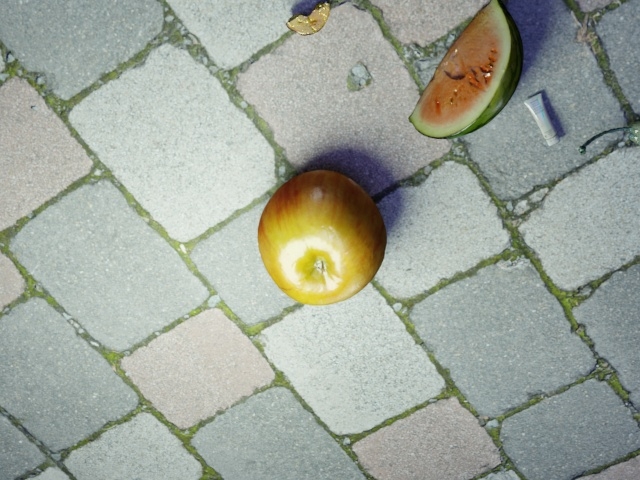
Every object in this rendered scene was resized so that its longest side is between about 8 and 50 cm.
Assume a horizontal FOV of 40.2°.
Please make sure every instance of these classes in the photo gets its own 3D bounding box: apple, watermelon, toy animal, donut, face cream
[{"bbox_3d":[0.000,0.000,1.824,0.286,0.233,0.286,1,119,2],"label":"apple"},{"bbox_3d":[0.327,-0.309,1.735,0.128,0.159,0.303,5,128,-43],"label":"watermelon"},{"bbox_3d":[0.642,-0.213,1.759,0.253,0.079,0.070,-3,96,4],"label":"toy animal"},{"bbox_3d":[-0.020,-0.440,1.708,0.067,0.038,0.083,29,111,-8],"label":"donut"},{"bbox_3d":[0.456,-0.247,1.786,0.038,0.020,0.115,-26,112,17],"label":"face cream"}]
